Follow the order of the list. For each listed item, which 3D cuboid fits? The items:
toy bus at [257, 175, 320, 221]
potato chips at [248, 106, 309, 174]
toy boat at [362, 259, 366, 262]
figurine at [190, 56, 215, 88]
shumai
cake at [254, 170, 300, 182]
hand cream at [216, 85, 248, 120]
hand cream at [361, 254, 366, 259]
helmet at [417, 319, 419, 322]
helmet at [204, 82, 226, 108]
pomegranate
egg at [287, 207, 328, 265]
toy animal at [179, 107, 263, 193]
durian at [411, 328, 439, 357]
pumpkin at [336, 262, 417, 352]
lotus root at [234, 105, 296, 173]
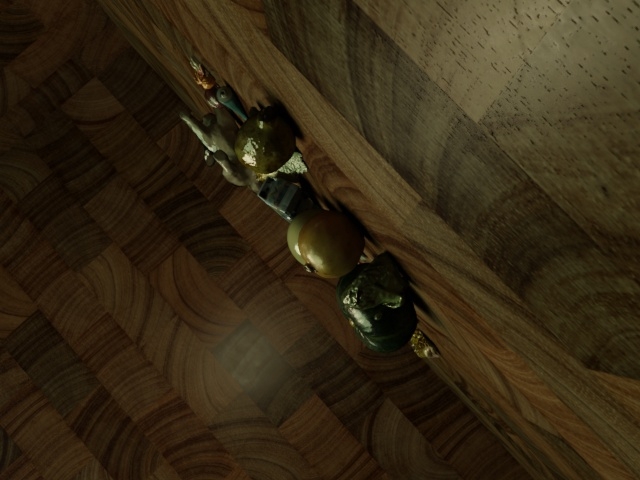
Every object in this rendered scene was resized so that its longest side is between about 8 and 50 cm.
[{"bbox_3d":[-0.096,-0.115,1.915,0.136,0.108,0.330,25,174,16],"label":"toy bus"},{"bbox_3d":[-0.116,-0.251,1.475,0.167,0.059,0.228,40,169,19],"label":"potato chips"},{"bbox_3d":[0.080,0.013,2.192,0.291,0.067,0.220,25,160,51],"label":"toy boat"},{"bbox_3d":[-0.365,-0.508,1.739,0.109,0.047,0.064,53,154,5],"label":"figurine"},{"bbox_3d":[0.154,0.138,1.541,0.142,0.184,0.184,41,176,5],"label":"shumai"},{"bbox_3d":[-0.154,-0.220,1.837,0.185,0.116,0.079,50,-179,40],"label":"cake"},{"bbox_3d":[-0.258,-0.402,1.684,0.083,0.048,0.224,48,-177,4],"label":"hand cream"},{"bbox_3d":[0.085,-0.001,1.970,0.194,0.042,0.067,43,169,-8],"label":"hand cream"},{"bbox_3d":[0.327,0.293,2.161,0.084,0.049,0.065,46,177,18],"label":"helmet"},{"bbox_3d":[-0.335,-0.455,1.811,0.111,0.057,0.089,48,179,-16],"label":"helmet"},{"bbox_3d":[0.031,0.014,1.576,0.191,0.191,0.191,47,176,4],"label":"pomegranate"},{"bbox_3d":[0.000,0.000,1.780,0.242,0.186,0.186,35,-173,-48],"label":"egg"},{"bbox_3d":[-0.326,-0.326,2.052,0.344,0.194,0.302,52,173,22],"label":"toy animal"},{"bbox_3d":[0.437,0.459,2.418,0.140,0.078,0.224,44,174,48],"label":"durian"},{"bbox_3d":[0.178,0.202,1.766,0.300,0.207,0.300,60,173,12],"label":"pumpkin"},{"bbox_3d":[-0.121,-0.221,1.257,0.138,0.138,0.214,47,168,8],"label":"lotus root"}]
